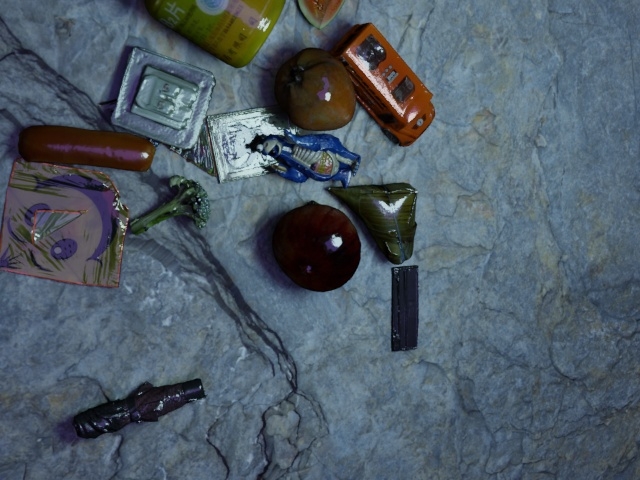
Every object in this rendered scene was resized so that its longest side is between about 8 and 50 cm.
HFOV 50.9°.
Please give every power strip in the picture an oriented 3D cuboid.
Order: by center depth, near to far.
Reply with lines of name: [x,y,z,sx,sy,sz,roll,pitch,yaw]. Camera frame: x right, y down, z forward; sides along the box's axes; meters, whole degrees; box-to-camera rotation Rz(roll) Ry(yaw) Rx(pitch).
power strip: [-0.361,-0.329,1.567,0.213,0.064,0.198,15,91,-21]

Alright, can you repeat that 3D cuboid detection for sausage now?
sausage: [-0.527,-0.209,1.528,0.300,0.083,0.089,3,103,-17]

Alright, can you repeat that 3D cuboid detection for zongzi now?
zongzi: [0.138,-0.042,1.795,0.242,0.112,0.220,-3,103,-9]

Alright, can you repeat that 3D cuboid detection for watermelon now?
watermelon: [0.017,-0.602,1.654,0.135,0.094,0.125,-31,101,-17]

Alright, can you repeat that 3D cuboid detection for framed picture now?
framed picture: [-0.159,-0.248,1.696,0.231,0.010,0.173,-15,104,-17]

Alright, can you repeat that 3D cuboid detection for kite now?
kite: [-0.609,-0.024,1.573,0.328,0.013,0.377,-33,108,-12]
kite: [-0.353,-0.289,1.620,0.321,0.016,0.234,32,86,-23]

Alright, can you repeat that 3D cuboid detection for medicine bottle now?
medicine bottle: [-0.284,-0.569,1.480,0.384,0.224,0.224,30,89,-22]

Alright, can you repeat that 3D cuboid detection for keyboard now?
keyboard: [0.243,0.194,1.918,0.087,0.017,0.250,-5,100,-18]

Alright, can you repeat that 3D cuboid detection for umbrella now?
umbrella: [-0.443,0.415,1.672,0.326,0.094,0.090,-14,118,-16]

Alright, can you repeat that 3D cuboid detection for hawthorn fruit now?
hawthorn fruit: [0.005,-0.349,1.656,0.251,0.199,0.199,30,88,-51]

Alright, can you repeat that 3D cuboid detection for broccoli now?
broccoli: [-0.361,-0.070,1.619,0.204,0.118,0.122,-21,137,1]

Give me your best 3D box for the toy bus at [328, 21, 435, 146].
toy bus: [0.173,-0.390,1.716,0.143,0.153,0.329,-48,111,-8]

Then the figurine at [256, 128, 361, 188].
figurine: [-0.027,-0.216,1.680,0.262,0.164,0.120,21,53,-25]

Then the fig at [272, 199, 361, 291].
fig: [-0.002,0.013,1.696,0.214,0.235,0.235,-28,112,-53]
